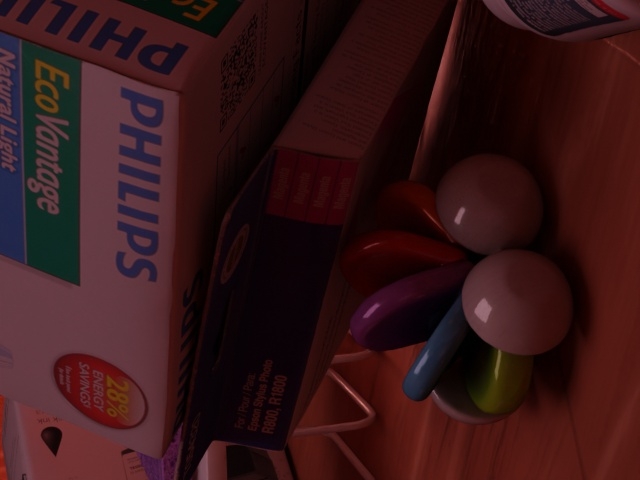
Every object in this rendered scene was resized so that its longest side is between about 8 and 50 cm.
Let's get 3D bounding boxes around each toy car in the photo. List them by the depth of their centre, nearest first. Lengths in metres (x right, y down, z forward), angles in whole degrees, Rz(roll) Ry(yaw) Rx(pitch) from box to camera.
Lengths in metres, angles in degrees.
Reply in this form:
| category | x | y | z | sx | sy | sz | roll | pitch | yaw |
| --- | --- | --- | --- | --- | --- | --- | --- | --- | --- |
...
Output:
| category | x | y | z | sx | sy | sz | roll | pitch | yaw |
| --- | --- | --- | --- | --- | --- | --- | --- | --- | --- |
| toy car | 0.083 | 0.036 | 1.199 | 0.159 | 0.136 | 0.182 | 113 | 149 | -57 |

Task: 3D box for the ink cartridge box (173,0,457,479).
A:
| category | x | y | z | sx | sy | sz | roll | pitch | yaw |
| --- | --- | --- | --- | --- | --- | --- | --- | --- | --- |
| ink cartridge box | 0.000 | 0.000 | 1.308 | 0.324 | 0.071 | 0.330 | 104 | -170 | -46 |

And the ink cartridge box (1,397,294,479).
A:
| category | x | y | z | sx | sy | sz | roll | pitch | yaw |
| --- | --- | --- | --- | --- | --- | --- | --- | --- | --- |
| ink cartridge box | -0.175 | 0.304 | 1.889 | 0.166 | 0.285 | 0.395 | 102 | 157 | -43 |

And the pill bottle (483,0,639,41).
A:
| category | x | y | z | sx | sy | sz | roll | pitch | yaw |
| --- | --- | --- | --- | --- | --- | --- | --- | --- | --- |
| pill bottle | 0.151 | -0.165 | 0.966 | 0.180 | 0.108 | 0.108 | -177 | 84 | -73 |

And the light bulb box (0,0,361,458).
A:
| category | x | y | z | sx | sy | sz | roll | pitch | yaw |
| --- | --- | --- | --- | --- | --- | --- | --- | --- | --- |
| light bulb box | -0.129 | -0.111 | 1.259 | 0.358 | 0.225 | 0.361 | 98 | -163 | -45 |

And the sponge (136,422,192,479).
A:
| category | x | y | z | sx | sy | sz | roll | pitch | yaw |
| --- | --- | --- | --- | --- | --- | --- | --- | --- | --- |
| sponge | -0.141 | 0.116 | 1.561 | 0.117 | 0.031 | 0.210 | -131 | 40 | -61 |

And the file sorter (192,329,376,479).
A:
| category | x | y | z | sx | sy | sz | roll | pitch | yaw |
| --- | --- | --- | --- | --- | --- | --- | --- | --- | --- |
| file sorter | -0.049 | 0.151 | 1.618 | 0.193 | 0.173 | 0.278 | -143 | 51 | -68 |
